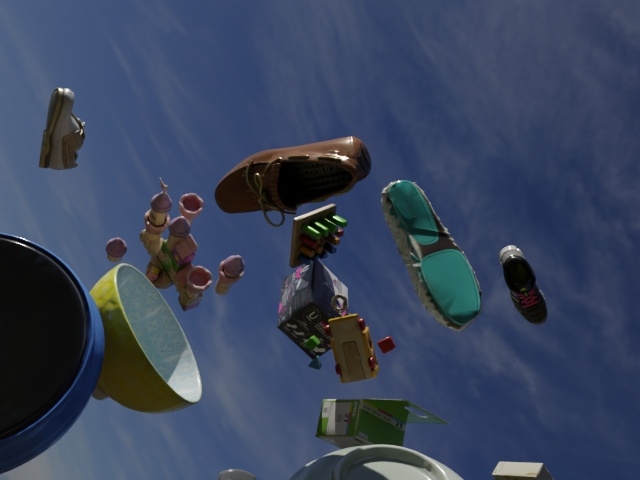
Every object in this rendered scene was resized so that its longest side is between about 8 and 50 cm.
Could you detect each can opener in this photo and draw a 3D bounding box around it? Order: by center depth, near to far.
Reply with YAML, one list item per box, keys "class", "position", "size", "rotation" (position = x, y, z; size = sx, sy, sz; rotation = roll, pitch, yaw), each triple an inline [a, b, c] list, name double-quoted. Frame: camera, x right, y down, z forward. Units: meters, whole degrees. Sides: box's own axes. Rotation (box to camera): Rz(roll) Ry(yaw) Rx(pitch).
- class: "can opener"
  position: [-0.130, 0.655, 1.918]
  size: [0.093, 0.280, 0.074]
  rotation: [-88, -160, -48]

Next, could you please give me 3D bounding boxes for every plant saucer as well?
- class: "plant saucer"
  position: [0.123, 0.466, 1.313]
  size: [0.400, 0.400, 0.101]
  rotation: [25, -63, 46]

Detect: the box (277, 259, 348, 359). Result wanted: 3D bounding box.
- class: "box"
  position: [-0.015, 0.192, 2.130]
  size: [0.142, 0.247, 0.163]
  rotation: [-37, -67, 21]

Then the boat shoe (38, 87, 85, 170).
- class: "boat shoe"
  position: [-0.685, -0.297, 1.973]
  size: [0.302, 0.103, 0.113]
  rotation: [132, -40, -51]

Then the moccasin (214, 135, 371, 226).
- class: "moccasin"
  position: [-0.075, -0.120, 1.596]
  size: [0.380, 0.147, 0.139]
  rotation: [-5, -61, 27]

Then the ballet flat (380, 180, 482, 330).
- class: "ballet flat"
  position: [0.253, 0.042, 1.709]
  size: [0.147, 0.147, 0.409]
  rotation: [111, -36, -54]

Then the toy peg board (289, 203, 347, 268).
- class: "toy peg board"
  position: [0.000, 0.000, 2.100]
  size: [0.079, 0.161, 0.161]
  rotation: [32, -51, 35]

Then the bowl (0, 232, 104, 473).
- class: "bowl"
  position: [-0.518, 0.151, 1.072]
  size: [0.391, 0.391, 0.077]
  rotation: [49, -33, 19]

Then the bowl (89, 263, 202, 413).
- class: "bowl"
  position: [-0.355, 0.204, 1.335]
  size: [0.289, 0.156, 0.289]
  rotation: [60, 1, -3]

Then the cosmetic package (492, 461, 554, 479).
- class: "cosmetic package"
  position: [0.426, 0.501, 1.542]
  size: [0.115, 0.041, 0.060]
  rotation: [-20, -71, 50]

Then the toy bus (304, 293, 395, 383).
- class: "toy bus"
  position: [0.079, 0.252, 1.825]
  size: [0.191, 0.104, 0.202]
  rotation: [33, -77, 8]

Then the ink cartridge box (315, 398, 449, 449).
- class: "ink cartridge box"
  position: [0.146, 0.449, 1.747]
  size: [0.255, 0.097, 0.189]
  rotation: [-12, -36, 41]

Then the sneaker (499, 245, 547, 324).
- class: "sneaker"
  position: [0.402, 0.095, 1.454]
  size: [0.075, 0.063, 0.170]
  rotation: [-45, 113, -75]

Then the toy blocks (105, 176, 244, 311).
- class: "toy blocks"
  position: [-0.375, 0.028, 1.856]
  size: [0.289, 0.309, 0.260]
  rotation: [57, -32, 15]
